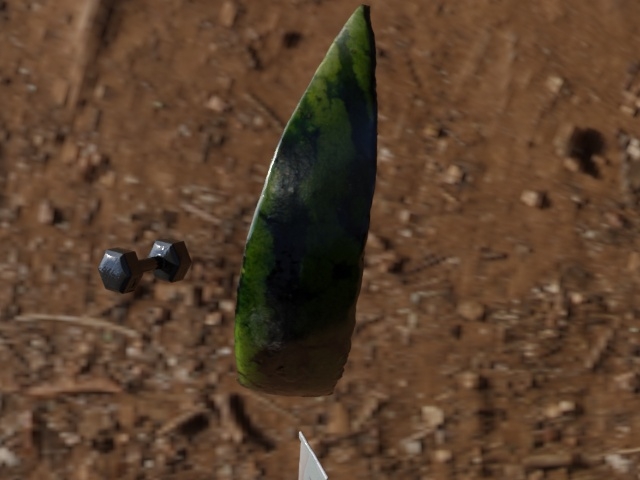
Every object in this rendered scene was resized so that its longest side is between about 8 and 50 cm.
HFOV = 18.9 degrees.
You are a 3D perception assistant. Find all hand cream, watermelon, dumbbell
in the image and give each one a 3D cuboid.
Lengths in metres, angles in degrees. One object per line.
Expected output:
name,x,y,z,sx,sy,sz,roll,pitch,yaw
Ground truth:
hand cream,-0.005,0.267,1.873,0.052,0.216,0.038,28,55,21
watermelon,-0.006,-0.002,1.031,0.063,0.119,0.245,8,125,2
dumbbell,-0.147,0.021,1.613,0.040,0.083,0.036,13,106,37
